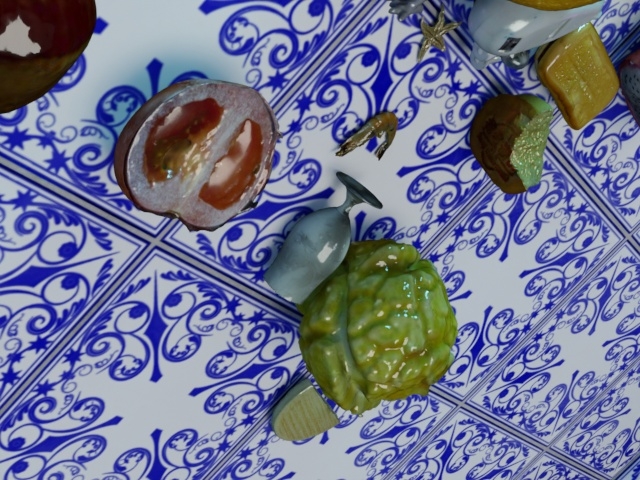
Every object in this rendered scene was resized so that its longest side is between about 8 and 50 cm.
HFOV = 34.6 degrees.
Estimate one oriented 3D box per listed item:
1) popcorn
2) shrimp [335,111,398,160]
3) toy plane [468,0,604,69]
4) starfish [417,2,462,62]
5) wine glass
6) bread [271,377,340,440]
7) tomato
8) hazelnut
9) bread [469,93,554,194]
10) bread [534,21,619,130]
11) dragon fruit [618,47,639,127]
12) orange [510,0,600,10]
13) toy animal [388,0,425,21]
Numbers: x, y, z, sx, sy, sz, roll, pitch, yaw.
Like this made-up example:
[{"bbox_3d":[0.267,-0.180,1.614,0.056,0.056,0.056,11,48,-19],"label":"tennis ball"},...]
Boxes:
[{"bbox_3d":[0.093,0.146,1.658,0.282,0.247,0.282,-18,147,-12],"label":"popcorn"},{"bbox_3d":[0.073,-0.143,1.534,0.114,0.023,0.083,-35,144,-12],"label":"shrimp"},{"bbox_3d":[0.306,-0.335,1.429,0.267,0.122,0.267,-34,170,-7],"label":"toy plane"},{"bbox_3d":[0.160,-0.293,1.466,0.086,0.016,0.092,-50,146,10],"label":"starfish"},{"bbox_3d":[0.000,0.000,1.557,0.202,0.093,0.093,-51,140,13],"label":"wine glass"},{"bbox_3d":[-0.039,0.318,1.876,0.112,0.036,0.193,-33,144,-1],"label":"bread"},{"bbox_3d":[-0.163,-0.125,1.290,0.199,0.112,0.228,-54,141,5],"label":"tomato"},{"bbox_3d":[-0.339,-0.228,0.990,0.229,0.229,0.229,-22,138,-21],"label":"hazelnut"},{"bbox_3d":[0.299,-0.158,1.623,0.086,0.125,0.156,-15,117,-38],"label":"bread"},{"bbox_3d":[0.404,-0.269,1.637,0.116,0.077,0.200,-42,140,5],"label":"bread"},{"bbox_3d":[0.640,-0.241,1.693,0.189,0.290,0.290,-38,142,5],"label":"dragon fruit"},{"bbox_3d":[0.275,-0.404,1.178,0.274,0.274,0.274,-22,138,-21],"label":"orange"},{"bbox_3d":[0.155,-0.380,1.327,0.367,0.081,0.206,8,123,-48],"label":"toy animal"}]
